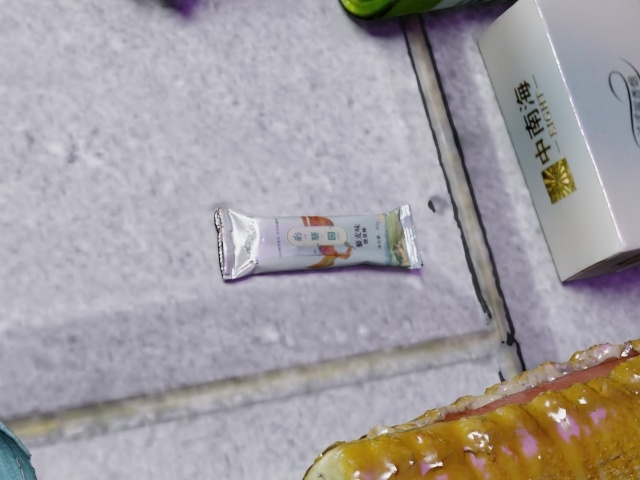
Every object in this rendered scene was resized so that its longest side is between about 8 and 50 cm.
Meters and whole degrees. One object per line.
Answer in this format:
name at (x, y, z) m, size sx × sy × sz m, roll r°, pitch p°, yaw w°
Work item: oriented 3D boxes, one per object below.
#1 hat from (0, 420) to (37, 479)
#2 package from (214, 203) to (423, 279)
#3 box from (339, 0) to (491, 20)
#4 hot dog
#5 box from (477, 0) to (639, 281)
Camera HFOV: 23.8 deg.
hat at (-0.193, 0.107, 0.604) m, size 0.191 × 0.078 × 0.138 m, roll 38°, pitch 62°, yaw -9°
package at (0.000, 0.000, 0.769) m, size 0.110 × 0.015 × 0.037 m, roll -2°, pitch 78°, yaw -24°
box at (0.158, -0.215, 0.872) m, size 0.346 × 0.097 × 0.134 m, roll -12°, pitch 78°, yaw -28°
hot dog at (0.121, 0.102, 0.761) m, size 0.289 × 0.068 × 0.083 m, roll -14°, pitch 86°, yaw -30°
box at (0.223, -0.074, 0.870) m, size 0.243 × 0.067 × 0.155 m, roll -12°, pitch 76°, yaw -28°
